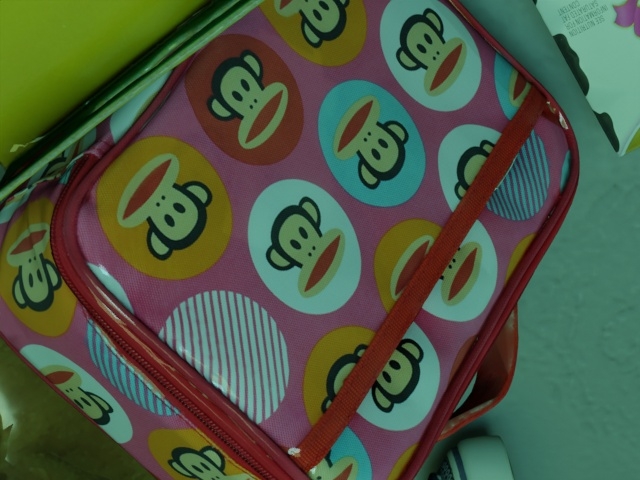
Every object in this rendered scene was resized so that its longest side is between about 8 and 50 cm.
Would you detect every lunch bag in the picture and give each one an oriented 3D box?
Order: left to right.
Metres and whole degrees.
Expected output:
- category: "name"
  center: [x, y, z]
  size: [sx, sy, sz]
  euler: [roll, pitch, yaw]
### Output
- category: "lunch bag"
  center: [0.000, 0.000, 0.927]
  size: [0.258, 0.293, 0.120]
  euler: [45, 144, -16]

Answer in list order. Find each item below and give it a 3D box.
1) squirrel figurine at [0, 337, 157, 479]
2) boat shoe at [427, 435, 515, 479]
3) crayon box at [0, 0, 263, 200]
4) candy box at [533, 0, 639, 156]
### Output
- category: "squirrel figurine"
  center: [-0.136, 0.191, 0.975]
  size: [0.281, 0.370, 0.397]
  euler: [-28, 112, 15]
- category: "boat shoe"
  center: [0.048, 0.276, 1.143]
  size: [0.158, 0.127, 0.340]
  euler: [-5, 117, -4]
- category: "crayon box"
  center: [-0.073, -0.154, 0.832]
  size: [0.202, 0.318, 0.081]
  euler: [-36, 110, 17]
- category: "candy box"
  center: [0.167, -0.180, 0.948]
  size: [0.159, 0.071, 0.233]
  euler: [-27, 113, 14]
